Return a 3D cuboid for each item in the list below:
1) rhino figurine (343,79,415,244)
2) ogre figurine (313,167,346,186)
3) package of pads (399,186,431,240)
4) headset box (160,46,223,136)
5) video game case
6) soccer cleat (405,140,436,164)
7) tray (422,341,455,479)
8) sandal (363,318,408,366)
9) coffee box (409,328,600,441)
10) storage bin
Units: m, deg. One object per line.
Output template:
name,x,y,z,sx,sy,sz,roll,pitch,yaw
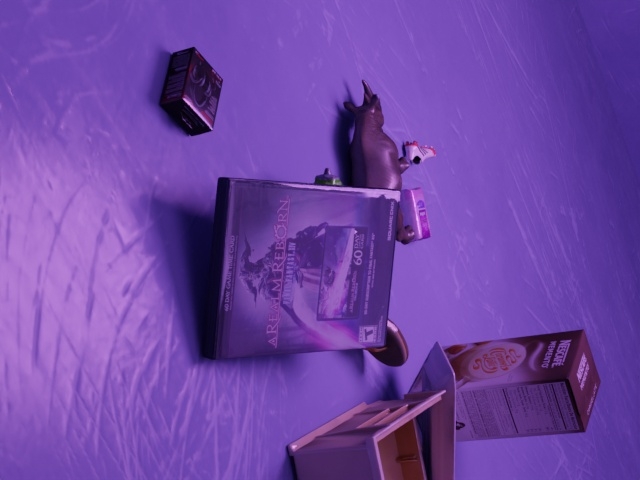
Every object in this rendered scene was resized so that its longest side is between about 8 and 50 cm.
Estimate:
rhino figurine,0.079,-0.117,1.584,0.106,0.073,0.243,16,65,-63
ogre figurine,0.000,0.000,1.377,0.197,0.097,0.118,-50,145,-20
package of pads,0.145,-0.040,1.724,0.050,0.032,0.083,-12,91,-60
headset box,-0.142,-0.161,1.223,0.062,0.032,0.083,48,40,-46
video game case,-0.015,0.032,1.269,0.274,0.026,0.196,1,96,-46
soccer cleat,0.162,-0.139,1.796,0.083,0.029,0.035,12,79,-57
tray,0.163,0.290,1.551,0.145,0.030,0.270,-100,-171,-77
sandal,0.054,0.112,1.467,0.180,0.072,0.049,57,51,-34
coffee box,0.276,0.219,1.648,0.141,0.246,0.098,-52,126,-56
storage bin,0.092,0.346,1.392,0.260,0.123,0.262,-14,92,-62
